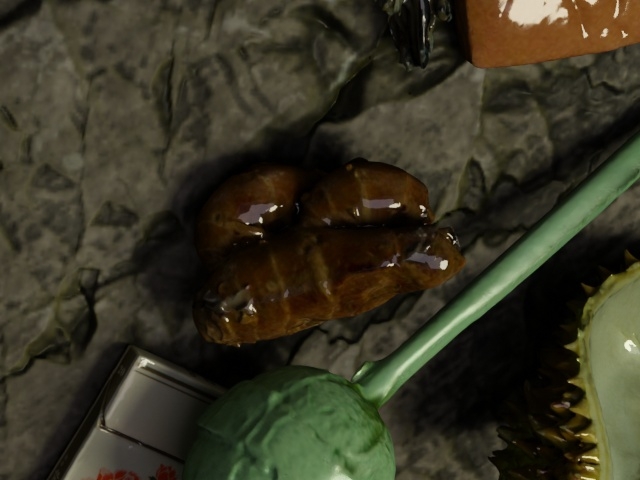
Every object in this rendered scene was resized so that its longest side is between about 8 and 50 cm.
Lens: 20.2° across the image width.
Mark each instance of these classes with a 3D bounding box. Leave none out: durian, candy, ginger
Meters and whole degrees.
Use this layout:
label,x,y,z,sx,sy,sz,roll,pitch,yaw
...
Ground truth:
label,x,y,z,sx,sy,sz,roll,pitch,yaw
durian,0.194,0.104,1.126,0.252,0.139,0.144,-21,148,-41
candy,0.092,0.035,1.085,0.440,0.119,0.119,-42,119,-15
ginger,0.000,0.000,1.049,0.162,0.103,0.073,-13,158,6

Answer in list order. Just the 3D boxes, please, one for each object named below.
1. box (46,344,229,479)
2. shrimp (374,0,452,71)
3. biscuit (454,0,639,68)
label,x,y,z,sx,sy,sz,roll,pitch,yaw
box,-0.120,0.168,1.101,0.109,0.029,0.198,28,99,-28
shrimp,0.005,-0.188,0.999,0.152,0.046,0.219,-19,112,-14
biscuit,0.184,-0.225,1.054,0.284,0.043,0.306,32,96,-28
